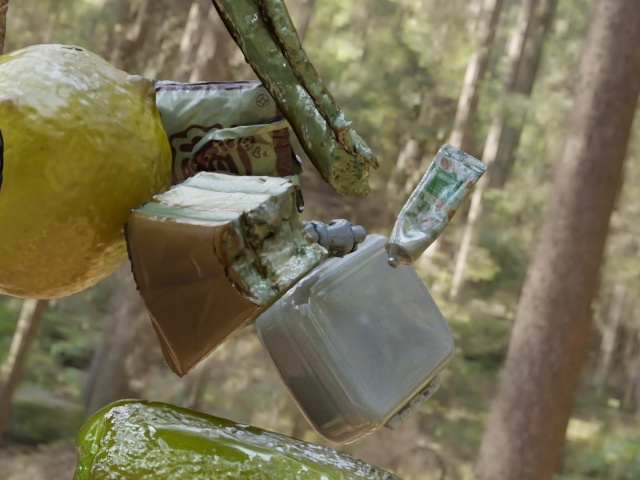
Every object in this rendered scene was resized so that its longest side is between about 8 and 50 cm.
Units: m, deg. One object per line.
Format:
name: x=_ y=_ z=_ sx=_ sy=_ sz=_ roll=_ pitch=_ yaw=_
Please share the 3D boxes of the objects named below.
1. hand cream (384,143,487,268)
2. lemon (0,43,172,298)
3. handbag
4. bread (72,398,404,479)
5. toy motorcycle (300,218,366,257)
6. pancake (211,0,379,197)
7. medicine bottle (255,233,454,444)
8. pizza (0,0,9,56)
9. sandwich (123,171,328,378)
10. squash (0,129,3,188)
hand cream: x=0.120 y=-0.036 z=1.653 sx=0.057 sy=0.165 sz=0.037 roll=30 pitch=-23 yaw=11
lemon: x=-0.357 y=-0.089 z=1.947 sx=0.336 sy=0.336 sz=0.336 roll=14 pitch=-9 yaw=2
handbag: x=-0.145 y=-0.129 z=2.077 sx=0.235 sy=0.213 sz=0.127 roll=2 pitch=30 yaw=11
bread: x=-0.067 y=0.257 z=1.559 sx=0.384 sy=0.112 sz=0.166 roll=16 pitch=23 yaw=-4
toy motorcycle: x=0.000 y=0.000 z=2.111 sx=0.124 sy=0.061 sz=0.193 roll=-11 pitch=-6 yaw=26
pancake: x=-0.063 y=-0.230 z=1.477 sx=0.067 sy=0.426 sz=0.305 roll=-26 pitch=9 yaw=-3
medicine bottle: x=0.058 y=0.142 z=2.276 sx=0.123 sy=0.282 sz=0.375 roll=-30 pitch=0 yaw=31
pizza: x=-0.481 y=-0.315 z=2.058 sx=0.185 sy=0.195 sz=0.052 roll=-21 pitch=9 yaw=-29
sandwich: x=-0.102 y=0.050 z=1.834 sx=0.198 sy=0.227 sz=0.155 roll=6 pitch=29 yaw=39
squash: x=-0.413 y=-0.118 z=1.507 sx=0.165 sy=0.252 sz=0.252 roll=-9 pitch=-9 yaw=-2
